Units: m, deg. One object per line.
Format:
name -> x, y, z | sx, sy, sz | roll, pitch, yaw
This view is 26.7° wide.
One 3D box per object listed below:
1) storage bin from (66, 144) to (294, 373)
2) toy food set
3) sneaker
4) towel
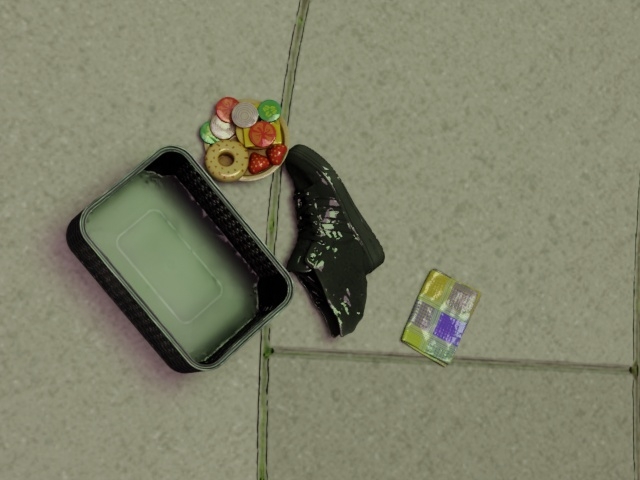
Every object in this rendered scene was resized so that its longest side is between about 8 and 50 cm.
storage bin -> -0.126, 0.019, 1.205 | 0.122, 0.084, 0.180 | -41, 96, -19
toy food set -> -0.070, -0.096, 1.261 | 0.083, 0.020, 0.083 | -7, 78, -1
sneaker -> -0.001, 0.000, 1.267 | 0.089, 0.051, 0.170 | -39, 100, -24
towel -> 0.118, 0.074, 1.321 | 0.060, 0.009, 0.083 | 31, 74, -14
